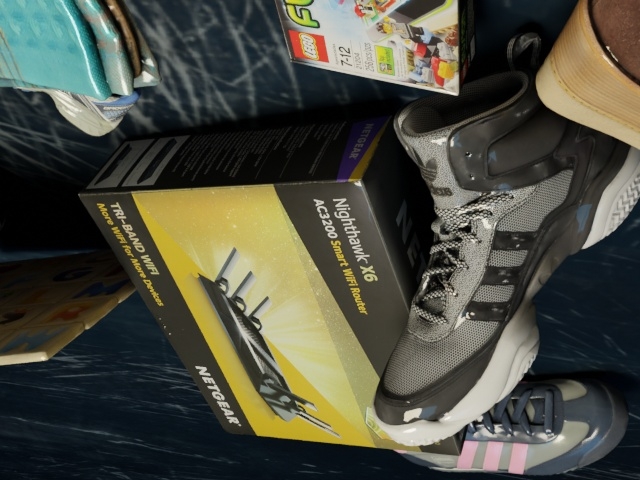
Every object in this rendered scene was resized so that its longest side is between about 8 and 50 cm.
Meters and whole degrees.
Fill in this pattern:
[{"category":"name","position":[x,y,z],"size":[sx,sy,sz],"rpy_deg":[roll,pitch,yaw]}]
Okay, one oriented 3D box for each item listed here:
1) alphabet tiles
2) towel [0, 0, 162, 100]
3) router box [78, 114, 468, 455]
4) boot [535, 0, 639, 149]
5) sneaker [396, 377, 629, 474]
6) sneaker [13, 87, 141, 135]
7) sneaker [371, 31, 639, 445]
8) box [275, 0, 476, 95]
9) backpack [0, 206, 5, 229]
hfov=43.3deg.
[{"category":"alphabet tiles","position":[-0.300,0.064,0.686],"size":[0.285,0.342,0.011],"rpy_deg":[-7,104,14]},{"category":"towel","position":[-0.255,-0.209,0.344],"size":[0.271,0.040,0.370],"rpy_deg":[10,146,31]},{"category":"router box","position":[-0.021,0.051,0.680],"size":[0.243,0.081,0.309],"rpy_deg":[-2,131,27]},{"category":"boot","position":[0.260,-0.099,0.409],"size":[0.248,0.090,0.207],"rpy_deg":[12,157,-16]},{"category":"sneaker","position":[0.200,0.220,0.971],"size":[0.131,0.112,0.319],"rpy_deg":[30,143,-35]},{"category":"sneaker","position":[-0.182,-0.129,0.563],"size":[0.058,0.052,0.135],"rpy_deg":[-25,144,30]},{"category":"sneaker","position":[0.089,-0.004,0.527],"size":[0.153,0.268,0.101],"rpy_deg":[37,178,-28]},{"category":"box","position":[0.022,-0.165,0.418],"size":[0.114,0.036,0.207],"rpy_deg":[15,153,19]},{"category":"backpack","position":[-0.375,-0.012,0.664],"size":[0.166,0.188,0.144],"rpy_deg":[7,138,6]}]
